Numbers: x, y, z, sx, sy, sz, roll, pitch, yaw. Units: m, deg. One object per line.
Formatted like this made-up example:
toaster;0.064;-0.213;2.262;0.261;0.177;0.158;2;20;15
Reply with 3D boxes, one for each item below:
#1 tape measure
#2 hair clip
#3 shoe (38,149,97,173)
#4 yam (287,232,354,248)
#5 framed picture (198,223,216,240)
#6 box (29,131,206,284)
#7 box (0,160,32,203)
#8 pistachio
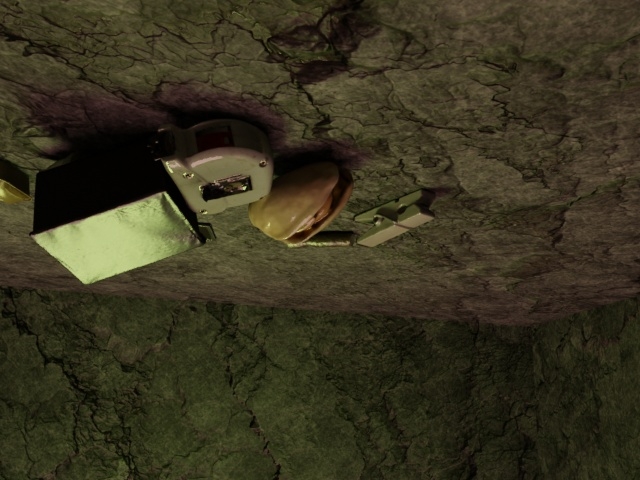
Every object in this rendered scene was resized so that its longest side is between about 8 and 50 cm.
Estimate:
tape measure;-0.242;-0.173;1.305;0.264;0.130;0.258;-12;152;-2
hair clip;0.221;-0.066;1.707;0.085;0.101;0.330;18;157;-26
shoe;-0.643;-0.142;1.600;0.210;0.132;0.342;-3;157;29
yam;0.000;0.000;2.032;0.252;0.061;0.061;-2;162;14
framed picture;-0.533;-0.038;2.095;0.252;0.014;0.197;4;163;-3
box;-0.505;-0.076;1.394;0.344;0.205;0.251;-18;146;2
box;-0.931;-0.164;1.617;0.111;0.111;0.177;1;163;8
pistachio;-0.053;-0.104;1.461;0.317;0.214;0.193;-28;146;29
